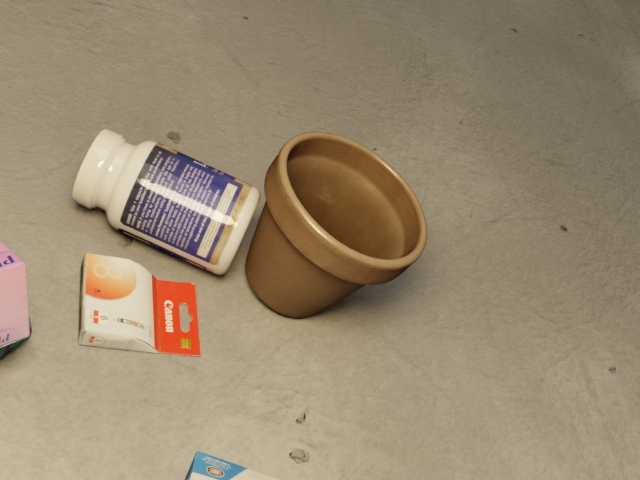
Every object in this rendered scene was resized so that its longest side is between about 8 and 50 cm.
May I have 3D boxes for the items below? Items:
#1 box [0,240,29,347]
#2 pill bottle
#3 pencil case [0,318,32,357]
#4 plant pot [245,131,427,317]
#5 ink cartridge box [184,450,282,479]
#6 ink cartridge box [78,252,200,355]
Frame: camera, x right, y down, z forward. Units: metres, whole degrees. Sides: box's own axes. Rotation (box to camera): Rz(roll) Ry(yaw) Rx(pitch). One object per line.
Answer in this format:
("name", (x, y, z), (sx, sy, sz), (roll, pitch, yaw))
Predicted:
("box", (-0.520, 0.052, 1.190), (0.213, 0.117, 0.243), (-21, 42, -39))
("pill bottle", (-0.240, -0.064, 1.497), (0.264, 0.153, 0.153), (24, 41, -6))
("pencil case", (-0.451, 0.137, 1.244), (0.070, 0.064, 0.151), (50, 43, 1))
("plant pot", (0.000, 0.000, 1.496), (0.263, 0.229, 0.263), (21, 41, -20))
("ink cartridge box", (-0.113, 0.367, 1.138), (0.134, 0.078, 0.231), (21, 23, -8))
("ink cartridge box", (-0.262, 0.095, 1.408), (0.179, 0.045, 0.145), (7, 46, -20))
